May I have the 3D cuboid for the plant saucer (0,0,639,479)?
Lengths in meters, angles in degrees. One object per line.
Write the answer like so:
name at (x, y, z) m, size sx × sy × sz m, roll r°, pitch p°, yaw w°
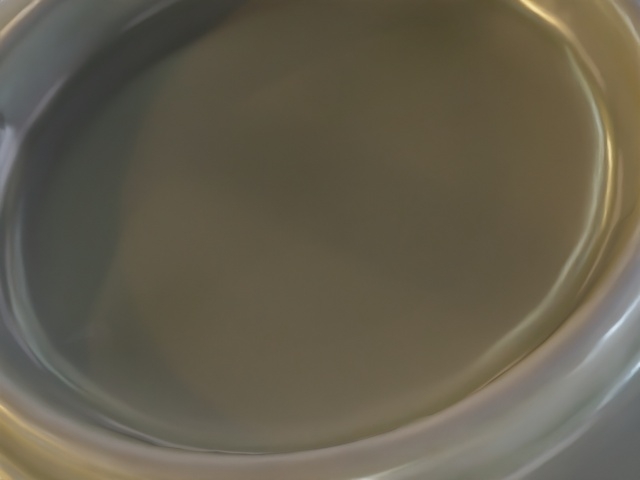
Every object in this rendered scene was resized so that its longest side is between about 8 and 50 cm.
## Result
plant saucer at (0.000, 0.000, 0.411) m, size 0.401 × 0.100 × 0.400 m, roll -6°, pitch 52°, yaw 8°
